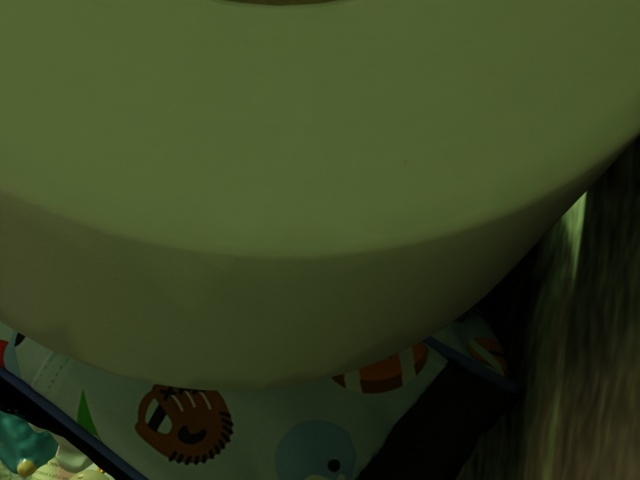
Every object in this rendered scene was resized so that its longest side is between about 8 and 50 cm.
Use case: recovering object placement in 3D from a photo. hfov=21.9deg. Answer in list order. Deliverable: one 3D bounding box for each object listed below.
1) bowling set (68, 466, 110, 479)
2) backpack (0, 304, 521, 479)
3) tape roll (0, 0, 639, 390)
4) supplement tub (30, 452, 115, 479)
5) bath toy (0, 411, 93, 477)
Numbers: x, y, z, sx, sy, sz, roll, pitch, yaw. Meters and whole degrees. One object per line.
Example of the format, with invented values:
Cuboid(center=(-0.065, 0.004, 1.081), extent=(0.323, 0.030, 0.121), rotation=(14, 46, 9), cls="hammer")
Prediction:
Cuboid(center=(-0.148, 0.229, 1.176), extent=(0.200, 0.154, 0.287), rotation=(53, -133, -46), cls="bowling set")
Cuboid(center=(-0.059, -0.007, 0.622), extent=(0.213, 0.263, 0.276), rotation=(-62, 4, 1), cls="backpack")
Cuboid(center=(-0.021, -0.093, 0.442), extent=(0.169, 0.246, 0.246), rotation=(113, 168, -75), cls="tape roll")
Cuboid(center=(-0.148, 0.196, 1.559), extent=(0.235, 0.235, 0.325), rotation=(125, 156, -81), cls="supplement tub")
Cuboid(center=(-0.134, 0.093, 1.367), extent=(0.151, 0.348, 0.129), rotation=(64, -146, -21), cls="bath toy")
